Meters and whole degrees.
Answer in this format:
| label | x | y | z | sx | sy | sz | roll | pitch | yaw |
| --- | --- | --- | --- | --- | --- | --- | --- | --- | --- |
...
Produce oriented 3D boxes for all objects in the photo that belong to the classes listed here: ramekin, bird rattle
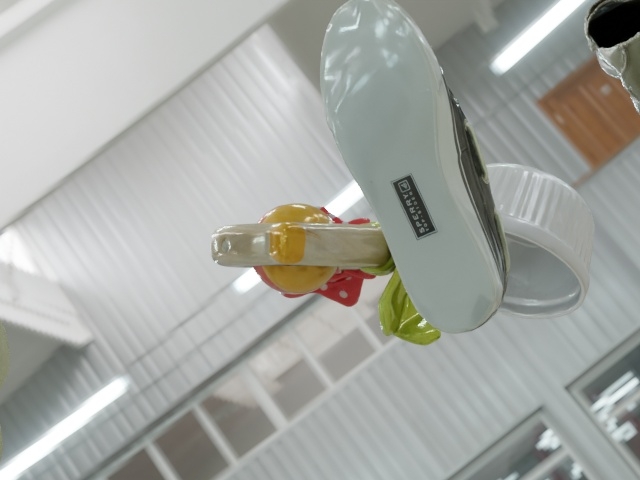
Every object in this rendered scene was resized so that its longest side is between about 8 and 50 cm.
| label | x | y | z | sx | sy | sz | roll | pitch | yaw |
| --- | --- | --- | --- | --- | --- | --- | --- | --- | --- |
| ramekin | 0.233 | -0.003 | 1.582 | 0.207 | 0.207 | 0.109 | 105 | -173 | -62 |
| bird rattle | 0.000 | 0.000 | 1.158 | 0.207 | 0.253 | 0.143 | 6 | -86 | -35 |

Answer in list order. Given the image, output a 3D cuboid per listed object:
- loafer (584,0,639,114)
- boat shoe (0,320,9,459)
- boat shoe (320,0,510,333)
| label | x | y | z | sx | sy | sz | roll | pitch | yaw |
| --- | --- | --- | --- | --- | --- | --- | --- | --- | --- |
| loafer | 0.300 | -0.200 | 1.228 | 0.094 | 0.087 | 0.251 | -32 | 21 | 12 |
| boat shoe | -0.288 | 0.126 | 1.077 | 0.042 | 0.133 | 0.049 | 1 | -2 | 41 |
| boat shoe | 0.063 | -0.051 | 0.828 | 0.078 | 0.219 | 0.070 | -15 | 8 | 26 |
